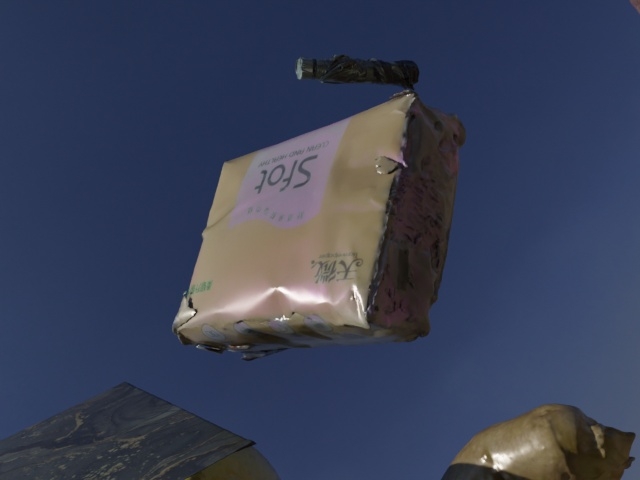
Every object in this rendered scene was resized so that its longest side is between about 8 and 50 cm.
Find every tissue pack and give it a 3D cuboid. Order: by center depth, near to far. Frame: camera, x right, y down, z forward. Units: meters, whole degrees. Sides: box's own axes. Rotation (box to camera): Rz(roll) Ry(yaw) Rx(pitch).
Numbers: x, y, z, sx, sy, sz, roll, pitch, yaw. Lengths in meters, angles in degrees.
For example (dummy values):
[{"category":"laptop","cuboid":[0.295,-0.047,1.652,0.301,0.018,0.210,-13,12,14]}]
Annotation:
[{"category":"tissue pack","cuboid":[0.000,0.000,0.737,0.123,0.256,0.215,31,-120,-38]}]

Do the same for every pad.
[{"category":"pad","cuboid":[-0.227,0.189,0.664,0.247,0.367,0.007,-23,-82,-26]}]

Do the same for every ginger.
[{"category":"ginger","cuboid":[0.242,0.278,0.957,0.267,0.152,0.138,-38,-70,14]}]

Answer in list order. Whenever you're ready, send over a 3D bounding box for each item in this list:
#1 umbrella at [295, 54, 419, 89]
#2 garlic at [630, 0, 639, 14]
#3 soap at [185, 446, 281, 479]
[{"category":"umbrella","cuboid":[0.057,-0.253,1.204,0.188,0.046,0.050,1,-28,-18]},{"category":"garlic","cuboid":[0.303,-0.191,0.494,0.160,0.245,0.245,-23,-43,-53]},{"category":"soap","cuboid":[-0.102,0.428,0.874,0.306,0.115,0.427,51,-143,-47]}]
